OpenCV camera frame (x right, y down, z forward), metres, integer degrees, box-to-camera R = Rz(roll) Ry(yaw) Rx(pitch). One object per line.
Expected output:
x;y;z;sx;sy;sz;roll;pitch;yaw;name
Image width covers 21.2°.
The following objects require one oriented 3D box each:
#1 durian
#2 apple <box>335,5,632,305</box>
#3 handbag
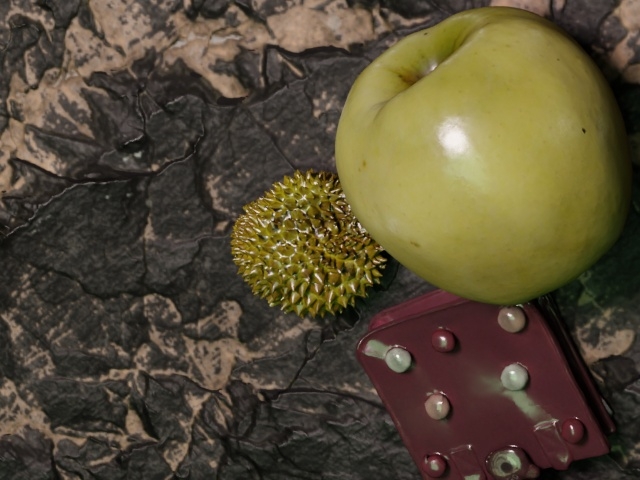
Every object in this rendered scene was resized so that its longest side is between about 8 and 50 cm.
0.000;0.000;1.668;0.208;0.102;0.146;-35;90;26;durian
0.146;-0.076;1.498;0.262;0.262;0.262;8;115;19;apple
0.159;0.146;1.679;0.203;0.074;0.216;-21;103;29;handbag
